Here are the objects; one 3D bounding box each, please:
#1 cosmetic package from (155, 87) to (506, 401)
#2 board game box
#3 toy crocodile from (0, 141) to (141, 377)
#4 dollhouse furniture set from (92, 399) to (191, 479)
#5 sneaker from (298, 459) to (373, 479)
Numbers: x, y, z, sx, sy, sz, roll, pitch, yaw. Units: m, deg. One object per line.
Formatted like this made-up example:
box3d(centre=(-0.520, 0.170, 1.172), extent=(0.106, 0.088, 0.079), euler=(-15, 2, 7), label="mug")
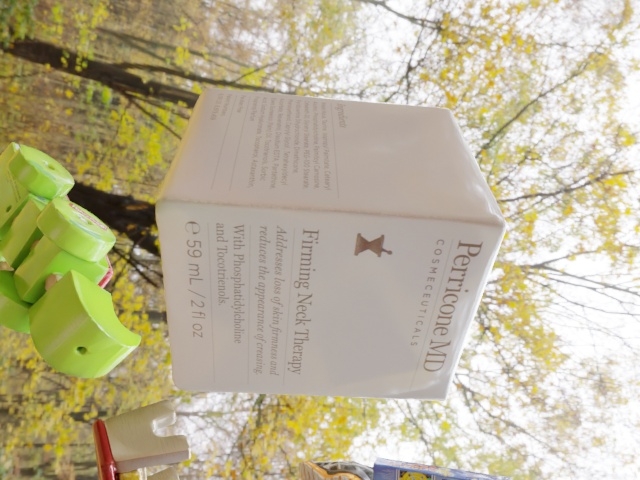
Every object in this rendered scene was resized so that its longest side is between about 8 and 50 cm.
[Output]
box3d(centre=(0.000, 0.000, 0.810), extent=(0.327, 0.394, 0.329), euler=(-91, -174, -54), label="cosmetic package")
box3d(centre=(0.177, 0.409, 0.815), extent=(0.201, 0.035, 0.136), euler=(2, -88, 19), label="board game box")
box3d(centre=(-0.277, -0.001, 0.557), extent=(0.115, 0.105, 0.340), euler=(-51, -131, 1), label="toy crocodile")
box3d(centre=(-0.169, 0.365, 0.476), extent=(0.201, 0.152, 0.374), euler=(34, -53, 54), label="dollhouse furniture set")
box3d(centre=(0.035, 0.456, 1.042), extent=(0.215, 0.083, 0.084), euler=(-14, -90, 51), label="sneaker")
